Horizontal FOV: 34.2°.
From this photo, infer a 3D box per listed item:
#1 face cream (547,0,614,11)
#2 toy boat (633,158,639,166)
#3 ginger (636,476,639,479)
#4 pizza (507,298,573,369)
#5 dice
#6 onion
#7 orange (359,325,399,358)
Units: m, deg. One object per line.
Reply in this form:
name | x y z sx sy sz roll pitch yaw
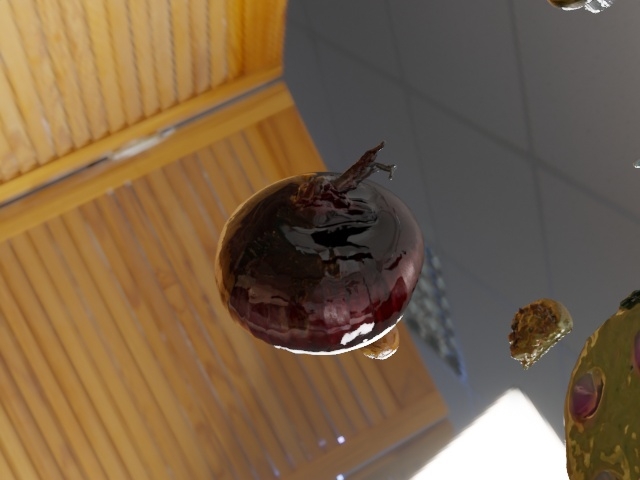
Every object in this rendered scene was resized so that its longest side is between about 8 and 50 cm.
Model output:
face cream | 0.168 -0.318 0.940 0.349 0.105 0.105 32 6 -38
toy boat | 0.467 -0.146 1.188 0.210 0.291 0.070 -119 -164 -61
ginger | 0.332 0.303 1.001 0.065 0.258 0.149 40 -56 -7
pizza | 0.382 0.160 1.853 0.046 0.134 0.175 31 -17 -13
dice | 0.517 0.246 1.296 0.330 0.318 0.322 124 -28 -48
onion | 0.000 0.000 1.276 0.273 0.273 0.285 48 -33 42
orange | 0.104 0.174 1.882 0.083 0.083 0.083 54 -18 27
